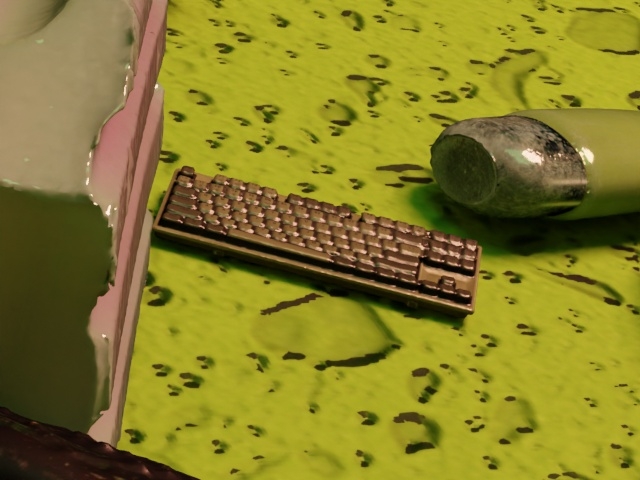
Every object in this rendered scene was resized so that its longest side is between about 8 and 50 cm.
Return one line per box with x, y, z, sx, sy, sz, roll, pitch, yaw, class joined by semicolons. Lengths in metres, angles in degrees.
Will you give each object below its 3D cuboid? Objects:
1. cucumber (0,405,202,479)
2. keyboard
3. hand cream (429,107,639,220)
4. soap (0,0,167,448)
-0.040;0.097;0.522;0.241;0.074;0.074;24;29;19;cucumber
0.000;0.000;0.780;0.129;0.015;0.049;15;28;0;keyboard
0.130;-0.034;0.876;0.175;0.046;0.095;-2;17;-37;hand cream
-0.102;-0.028;0.656;0.091;0.145;0.230;4;23;-1;soap
